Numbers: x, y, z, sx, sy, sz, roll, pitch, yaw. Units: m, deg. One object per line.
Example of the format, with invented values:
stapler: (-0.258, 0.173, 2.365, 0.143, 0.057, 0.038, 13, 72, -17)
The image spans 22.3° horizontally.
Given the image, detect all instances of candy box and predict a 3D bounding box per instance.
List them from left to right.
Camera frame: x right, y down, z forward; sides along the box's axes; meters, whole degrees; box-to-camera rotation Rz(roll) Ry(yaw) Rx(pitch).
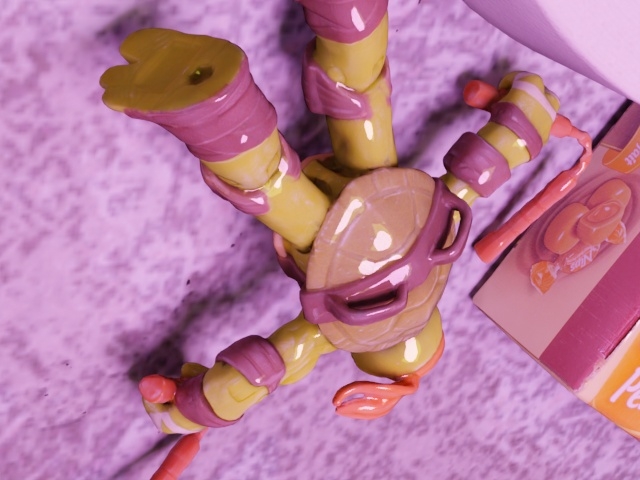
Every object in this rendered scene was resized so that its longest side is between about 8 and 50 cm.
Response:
candy box: (0.236, 0.042, 0.824, 0.183, 0.087, 0.316, -51, 134, 3)

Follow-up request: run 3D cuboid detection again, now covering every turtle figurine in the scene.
turtle figurine: (0.000, 0.000, 0.626, 0.269, 0.087, 0.217, -37, 133, -10)

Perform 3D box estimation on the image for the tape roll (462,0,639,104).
tape roll: (0.171, -0.222, 0.485, 0.392, 0.072, 0.392, -17, 122, -28)
